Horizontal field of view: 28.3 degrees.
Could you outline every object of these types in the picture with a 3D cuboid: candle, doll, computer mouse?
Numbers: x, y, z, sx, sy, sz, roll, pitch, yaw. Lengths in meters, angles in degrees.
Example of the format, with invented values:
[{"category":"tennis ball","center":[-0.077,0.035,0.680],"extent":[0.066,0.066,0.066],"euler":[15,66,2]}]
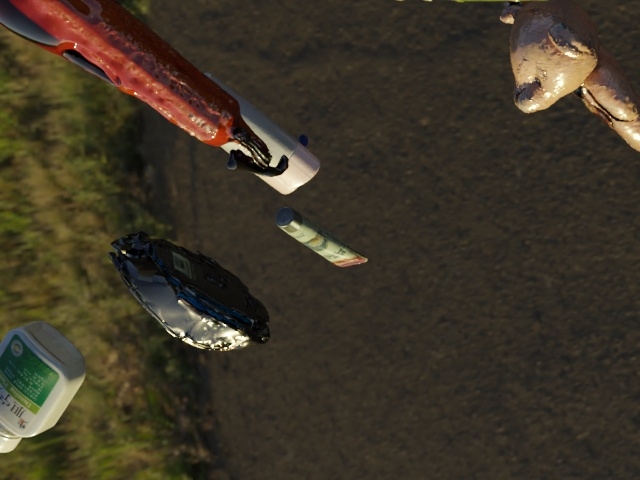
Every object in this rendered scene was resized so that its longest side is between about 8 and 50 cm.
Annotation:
[{"category":"candle","center":[-0.151,-0.141,1.045],"extent":[0.301,0.059,0.084],"euler":[36,146,-14]},{"category":"doll","center":[0.369,-0.212,1.823],"extent":[0.156,0.303,0.201],"euler":[-42,27,6]},{"category":"computer mouse","center":[-0.165,0.073,1.581],"extent":[0.077,0.241,0.146],"euler":[-51,22,14]}]

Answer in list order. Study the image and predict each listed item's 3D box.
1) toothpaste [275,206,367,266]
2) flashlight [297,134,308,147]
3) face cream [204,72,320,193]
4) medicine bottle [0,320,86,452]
[{"category":"toothpaste","center":[0.000,0.000,2.131],"extent":[0.062,0.239,0.039],"euler":[-12,66,27]},{"category":"flashlight","center":[-0.067,-0.137,1.973],"extent":[0.035,0.121,0.057],"euler":[4,96,47]},{"category":"face cream","center":[-0.094,-0.141,1.682],"extent":[0.084,0.198,0.057],"euler":[-28,36,40]},{"category":"medicine bottle","center":[-0.408,0.206,1.747],"extent":[0.119,0.069,0.183],"euler":[40,114,11]}]
